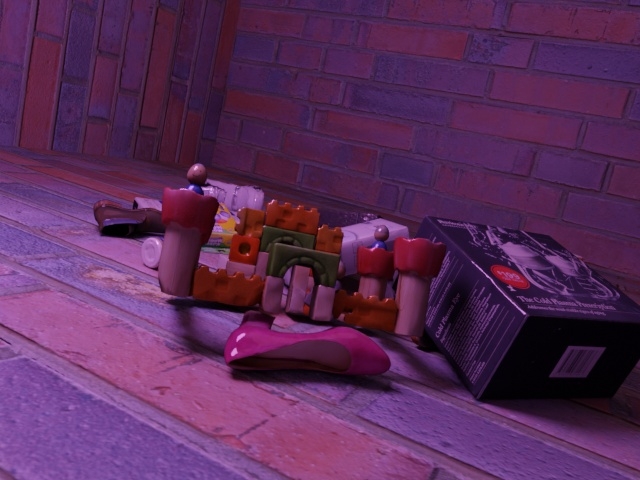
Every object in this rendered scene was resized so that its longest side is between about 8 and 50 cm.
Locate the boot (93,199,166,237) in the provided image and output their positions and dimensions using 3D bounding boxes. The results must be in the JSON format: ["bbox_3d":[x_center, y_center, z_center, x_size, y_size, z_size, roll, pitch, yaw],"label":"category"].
[{"bbox_3d":[-0.480,-0.034,1.484,0.219,0.082,0.106,12,31,-29],"label":"boot"}]

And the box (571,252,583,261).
[{"bbox_3d":[0.419,0.096,1.378,0.346,0.214,0.168,9,11,-19],"label":"box"}]

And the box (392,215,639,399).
[{"bbox_3d":[0.368,0.120,1.058,0.344,0.178,0.312,7,27,-28],"label":"box"}]

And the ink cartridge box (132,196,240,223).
[{"bbox_3d":[-0.374,-0.065,1.745,0.371,0.069,0.176,5,13,-27],"label":"ink cartridge box"}]

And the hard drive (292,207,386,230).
[{"bbox_3d":[0.066,-0.040,1.823,0.339,0.064,0.237,7,-9,27],"label":"hard drive"}]

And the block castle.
[{"bbox_3d":[-0.046,0.023,0.990,0.454,0.212,0.303,11,-7,-11],"label":"block castle"}]

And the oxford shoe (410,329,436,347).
[{"bbox_3d":[0.215,0.175,1.167,0.076,0.076,0.212,-17,0,26],"label":"oxford shoe"}]

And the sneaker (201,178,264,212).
[{"bbox_3d":[-0.357,-0.149,2.065,0.210,0.137,0.366,6,7,-32],"label":"sneaker"}]

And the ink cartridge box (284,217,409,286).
[{"bbox_3d":[0.000,0.000,1.456,0.308,0.091,0.385,-14,18,-20],"label":"ink cartridge box"}]

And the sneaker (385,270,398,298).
[{"bbox_3d":[0.251,0.050,1.511,0.316,0.127,0.182,-19,9,-12],"label":"sneaker"}]

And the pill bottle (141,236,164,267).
[{"bbox_3d":[-0.332,0.026,1.268,0.067,0.067,0.120,19,12,33],"label":"pill bottle"}]

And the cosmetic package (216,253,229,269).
[{"bbox_3d":[-0.177,0.062,1.332,0.115,0.041,0.060,6,13,-34],"label":"cosmetic package"}]

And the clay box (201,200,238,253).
[{"bbox_3d":[-0.299,-0.041,1.576,0.128,0.053,0.222,4,30,-34],"label":"clay box"}]

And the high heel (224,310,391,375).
[{"bbox_3d":[-0.016,0.174,0.833,0.244,0.082,0.117,21,28,-2],"label":"high heel"}]
